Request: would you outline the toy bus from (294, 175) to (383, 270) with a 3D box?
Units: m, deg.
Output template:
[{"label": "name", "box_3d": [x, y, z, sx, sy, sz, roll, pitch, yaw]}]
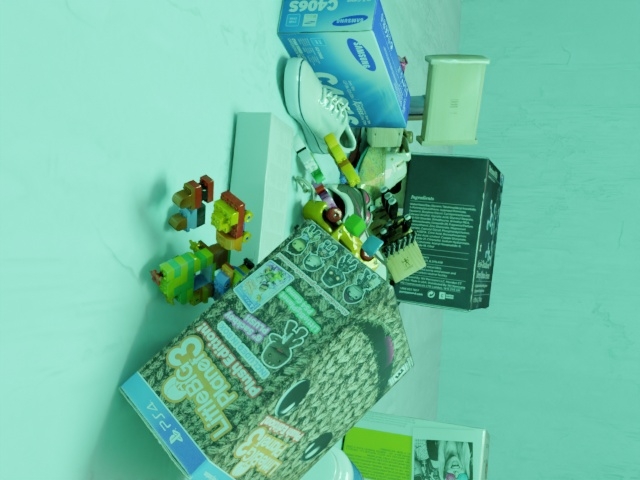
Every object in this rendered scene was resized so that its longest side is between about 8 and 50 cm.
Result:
[{"label": "toy bus", "box_3d": [0.010, 0.009, 1.249, 0.104, 0.202, 0.191, -48, 157, -14]}]

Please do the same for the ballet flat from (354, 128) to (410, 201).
[{"label": "ballet flat", "box_3d": [0.155, -0.189, 1.614, 0.348, 0.123, 0.123, -69, 156, -57]}]

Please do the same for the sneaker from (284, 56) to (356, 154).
[{"label": "sneaker", "box_3d": [0.006, -0.240, 1.220, 0.258, 0.091, 0.094, 54, 43, -64]}]

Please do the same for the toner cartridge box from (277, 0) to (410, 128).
[{"label": "toner cartridge box", "box_3d": [0.057, -0.316, 1.251, 0.348, 0.165, 0.075, 46, 50, -66]}]

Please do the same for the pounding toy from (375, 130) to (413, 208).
[{"label": "pounding toy", "box_3d": [0.196, -0.192, 1.818, 0.181, 0.094, 0.205, -17, 112, -69]}]

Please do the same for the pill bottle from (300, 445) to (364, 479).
[{"label": "pill bottle", "box_3d": [0.011, 0.467, 1.318, 0.221, 0.124, 0.124, 66, 32, -56]}]

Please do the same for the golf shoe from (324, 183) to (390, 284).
[{"label": "golf shoe", "box_3d": [0.060, 0.010, 1.394, 0.120, 0.105, 0.272, 19, 53, -52]}]

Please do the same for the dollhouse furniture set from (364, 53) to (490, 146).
[{"label": "dollhouse furniture set", "box_3d": [0.226, -0.369, 1.636, 0.303, 0.287, 0.198, -113, -157, -61]}]

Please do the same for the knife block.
[{"label": "knife block", "box_3d": [0.145, -0.035, 1.593, 0.242, 0.088, 0.275, 64, -6, -23]}]

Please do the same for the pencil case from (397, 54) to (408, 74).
[{"label": "pencil case", "box_3d": [0.145, -0.404, 1.618, 0.095, 0.098, 0.209, 69, 23, -14]}]

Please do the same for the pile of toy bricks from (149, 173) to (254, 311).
[{"label": "pile of toy bricks", "box_3d": [-0.152, 0.032, 0.801, 0.105, 0.118, 0.212, -29, 143, -37]}]

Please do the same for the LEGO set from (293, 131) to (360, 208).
[{"label": "LEGO set", "box_3d": [0.027, -0.118, 1.238, 0.093, 0.087, 0.227, 59, 1, 24]}]

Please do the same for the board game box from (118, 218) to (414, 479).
[{"label": "board game box", "box_3d": [-0.046, 0.163, 0.822, 0.291, 0.141, 0.232, -42, 147, -13]}]

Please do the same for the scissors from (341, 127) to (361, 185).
[{"label": "scissors", "box_3d": [0.086, -0.218, 1.607, 0.109, 0.021, 0.297, 69, 28, -51]}]

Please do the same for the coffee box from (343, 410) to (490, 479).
[{"label": "coffee box", "box_3d": [0.243, 0.631, 1.725, 0.337, 0.339, 0.334, 48, 48, -65]}]

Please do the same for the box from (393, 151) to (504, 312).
[{"label": "box", "box_3d": [0.355, -0.017, 1.843, 0.294, 0.212, 0.395, 8, 89, -67]}]

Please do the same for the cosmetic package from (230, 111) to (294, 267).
[{"label": "cosmetic package", "box_3d": [-0.091, -0.061, 1.001, 0.099, 0.061, 0.238, 18, 76, -70]}]

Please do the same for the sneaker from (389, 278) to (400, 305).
[{"label": "sneaker", "box_3d": [0.236, 0.067, 2.012, 0.121, 0.111, 0.299, 84, 26, -46]}]
